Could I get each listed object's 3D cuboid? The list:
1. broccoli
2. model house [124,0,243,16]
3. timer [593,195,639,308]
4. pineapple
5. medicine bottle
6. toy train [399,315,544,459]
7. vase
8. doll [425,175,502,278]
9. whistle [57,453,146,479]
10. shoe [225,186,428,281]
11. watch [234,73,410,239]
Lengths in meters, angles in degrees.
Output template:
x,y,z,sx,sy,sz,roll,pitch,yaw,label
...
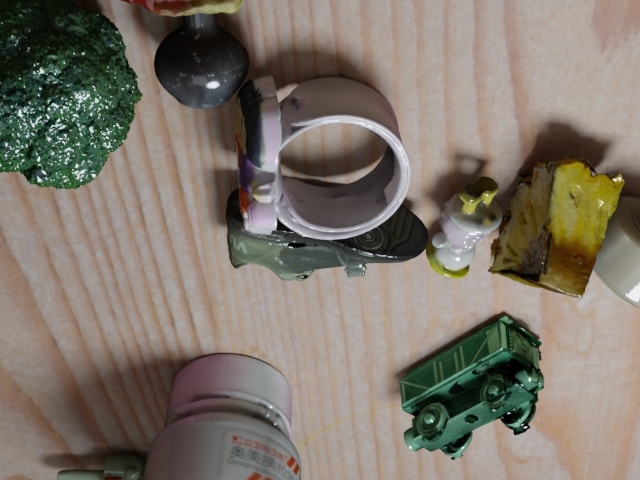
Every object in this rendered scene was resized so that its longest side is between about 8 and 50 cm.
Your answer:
x,y,z,sx,sy,sz,roll,pitch,yaw,label
-0.364,-0.185,1.597,0.270,0.270,0.270,6,146,42,broccoli
-0.172,-0.362,1.412,0.254,0.196,0.160,18,134,-17,model house
0.499,-0.048,1.737,0.175,0.175,0.266,23,125,-20,timer
0.320,-0.005,1.759,0.115,0.186,0.236,16,128,-15,pineapple
-0.157,0.373,2.074,0.256,0.324,0.256,2,135,2,medicine bottle
0.245,0.249,2.048,0.115,0.154,0.269,35,127,-28,toy train
-0.151,-0.260,1.582,0.120,0.120,0.182,0,122,3,vase
0.204,-0.012,1.828,0.129,0.081,0.207,-28,157,-30,doll
-0.350,0.439,2.312,0.253,0.105,0.101,5,119,-3,whistle
0.000,0.003,1.850,0.293,0.109,0.149,10,144,-8,shoe
0.003,-0.112,1.673,0.231,0.196,0.244,0,130,-5,watch
